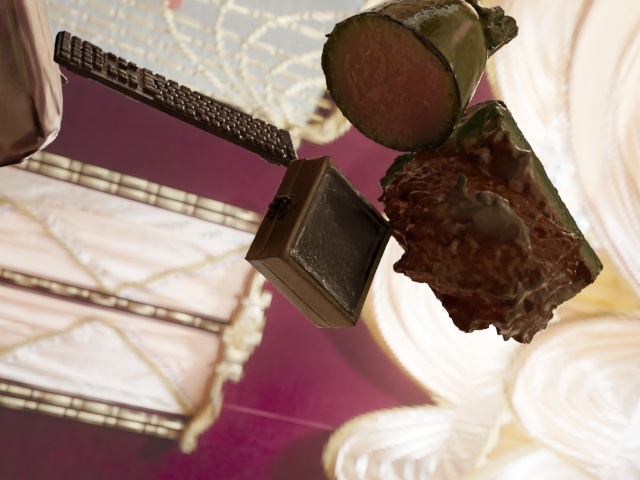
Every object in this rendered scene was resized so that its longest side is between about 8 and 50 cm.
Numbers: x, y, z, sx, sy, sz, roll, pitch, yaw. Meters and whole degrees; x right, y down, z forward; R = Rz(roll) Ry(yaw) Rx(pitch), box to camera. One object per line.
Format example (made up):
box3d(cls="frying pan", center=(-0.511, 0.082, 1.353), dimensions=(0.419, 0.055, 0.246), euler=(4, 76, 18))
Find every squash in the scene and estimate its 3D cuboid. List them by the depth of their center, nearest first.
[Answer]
box3d(cls="squash", center=(0.079, -0.136, 0.847), dimensions=(0.132, 0.105, 0.105), euler=(-46, -173, -36))

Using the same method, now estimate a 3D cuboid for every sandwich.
box3d(cls="sandwich", center=(0.130, 0.006, 0.885), dimensions=(0.109, 0.185, 0.160), euler=(-35, -158, 16))

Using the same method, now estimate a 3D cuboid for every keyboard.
box3d(cls="keyboard", center=(-0.110, -0.108, 0.985), dimensions=(0.013, 0.204, 0.061), euler=(-59, -159, 20))

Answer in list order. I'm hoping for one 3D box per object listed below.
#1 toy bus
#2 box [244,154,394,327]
box3d(cls="toy bus", center=(-0.329, -0.225, 1.085), dimensions=(0.162, 0.171, 0.386), euler=(-103, -175, -53))
box3d(cls="box", center=(0.000, 0.000, 0.796), dimensions=(0.035, 0.083, 0.079), euler=(-6, -129, 42))
